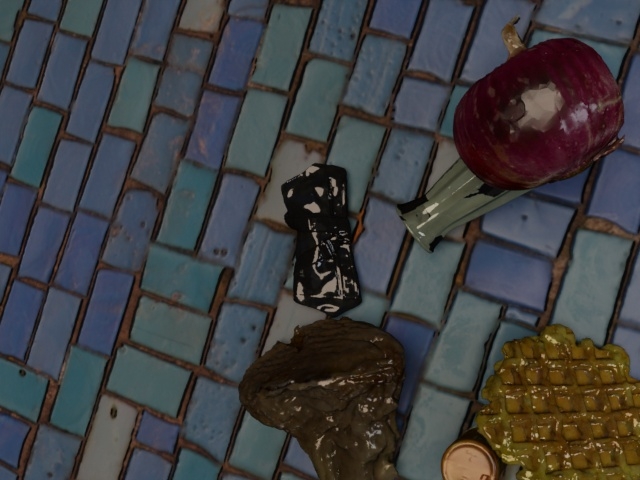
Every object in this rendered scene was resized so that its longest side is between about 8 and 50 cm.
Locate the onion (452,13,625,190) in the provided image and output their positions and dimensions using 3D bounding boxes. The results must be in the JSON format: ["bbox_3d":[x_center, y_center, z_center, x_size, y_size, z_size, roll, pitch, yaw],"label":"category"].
[{"bbox_3d":[0.330,-0.196,1.218,0.272,0.230,0.256,39,104,12],"label":"onion"}]

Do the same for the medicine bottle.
[{"bbox_3d":[0.269,0.380,1.345,0.096,0.192,0.096,-2,84,19],"label":"medicine bottle"}]

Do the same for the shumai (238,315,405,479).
[{"bbox_3d":[0.037,0.312,1.472,0.346,0.217,0.283,-24,108,24],"label":"shumai"}]

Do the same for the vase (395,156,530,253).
[{"bbox_3d":[0.313,-0.125,1.418,0.360,0.165,0.165,-37,74,14],"label":"vase"}]

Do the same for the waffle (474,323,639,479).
[{"bbox_3d":[0.418,0.285,1.303,0.302,0.068,0.325,38,56,13],"label":"waffle"}]

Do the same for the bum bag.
[{"bbox_3d":[0.000,0.000,1.541,0.137,0.074,0.310,-8,82,7],"label":"bum bag"}]
